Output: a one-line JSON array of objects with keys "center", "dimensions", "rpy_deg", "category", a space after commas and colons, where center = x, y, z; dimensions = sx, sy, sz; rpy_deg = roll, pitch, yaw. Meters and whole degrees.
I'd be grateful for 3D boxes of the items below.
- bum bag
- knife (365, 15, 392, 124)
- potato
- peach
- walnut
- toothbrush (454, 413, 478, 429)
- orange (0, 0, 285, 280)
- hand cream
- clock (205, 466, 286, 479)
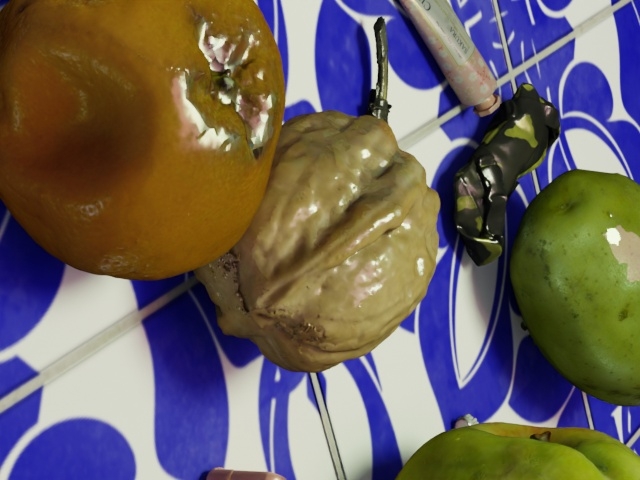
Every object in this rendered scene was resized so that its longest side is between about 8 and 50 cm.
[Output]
[{"center": [0.198, -0.081, 1.782], "dimensions": [0.232, 0.060, 0.107], "rpy_deg": [-58, 141, -38], "category": "bum bag"}, {"center": [0.054, -0.103, 1.608], "dimensions": [0.045, 0.021, 0.222], "rpy_deg": [-11, 99, -55], "category": "knife"}, {"center": [0.316, 0.053, 1.811], "dimensions": [0.304, 0.215, 0.216], "rpy_deg": [62, 40, -44], "category": "potato"}, {"center": [0.177, 0.318, 1.509], "dimensions": [0.281, 0.314, 0.316], "rpy_deg": [17, 95, -21], "category": "peach"}, {"center": [0.000, 0.000, 1.373], "dimensions": [0.245, 0.198, 0.198], "rpy_deg": [-47, 124, -49], "category": "walnut"}, {"center": [0.172, 0.328, 1.730], "dimensions": [0.029, 0.025, 0.307], "rpy_deg": [-20, 103, -63], "category": "toothbrush"}, {"center": [-0.117, -0.096, 1.216], "dimensions": [0.249, 0.183, 0.249], "rpy_deg": [7, 81, -53], "category": "orange"}, {"center": [0.125, -0.215, 1.712], "dimensions": [0.210, 0.043, 0.067], "rpy_deg": [54, 45, -30], "category": "hand cream"}, {"center": [-0.040, 0.283, 1.369], "dimensions": [0.166, 0.092, 0.162], "rpy_deg": [38, 59, -48], "category": "clock"}]
